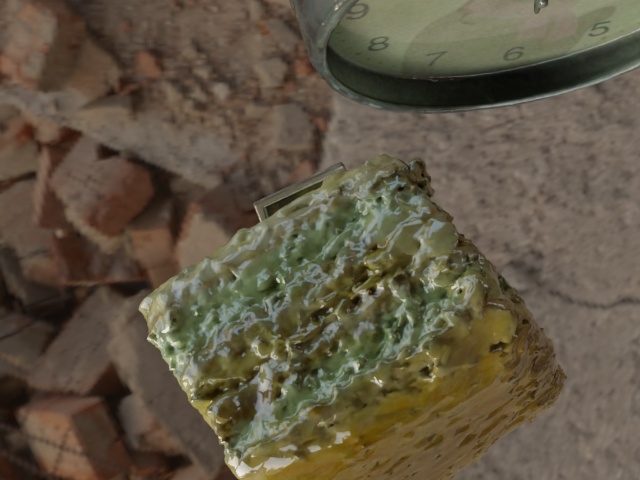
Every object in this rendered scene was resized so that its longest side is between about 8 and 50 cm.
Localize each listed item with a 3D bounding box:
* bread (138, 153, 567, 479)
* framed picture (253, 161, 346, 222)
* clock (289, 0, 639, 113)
[{"bbox_3d":[0.025,0.055,0.652,0.138,0.196,0.102,-32,64,2],"label":"bread"},{"bbox_3d":[0.000,0.000,0.985,0.066,0.006,0.089,-24,116,-9],"label":"framed picture"},{"bbox_3d":[0.121,-0.151,0.854,0.280,0.280,0.055,-19,72,23],"label":"clock"}]
